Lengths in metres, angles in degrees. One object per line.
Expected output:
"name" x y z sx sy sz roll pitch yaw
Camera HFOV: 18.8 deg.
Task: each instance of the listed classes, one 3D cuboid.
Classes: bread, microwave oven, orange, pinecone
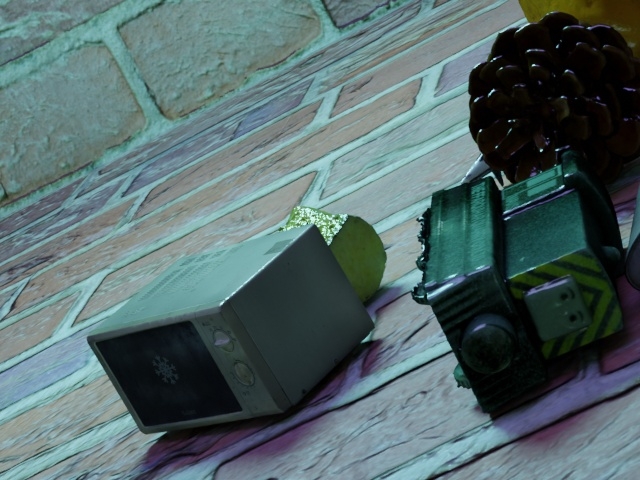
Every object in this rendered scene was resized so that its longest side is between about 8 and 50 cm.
"bread" 0.003 0.029 2.137 0.114 0.111 0.129 -1 53 55
"microwave oven" -0.090 0.095 2.019 0.240 0.145 0.194 -15 17 48
"orange" 0.375 -0.297 2.379 0.249 0.183 0.249 -31 15 9
"pinecone" 0.247 -0.139 2.036 0.208 0.207 0.208 -29 13 7

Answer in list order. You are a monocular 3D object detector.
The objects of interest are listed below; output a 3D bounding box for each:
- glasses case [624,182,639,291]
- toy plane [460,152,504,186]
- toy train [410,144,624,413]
"glasses case" 0.334 -0.052 1.777 0.114 0.060 0.299 -52 3 26
"toy plane" 0.247 -0.124 2.282 0.160 0.082 0.234 5 51 51
"toy train" 0.181 0.023 1.726 0.178 0.138 0.330 -23 15 11
